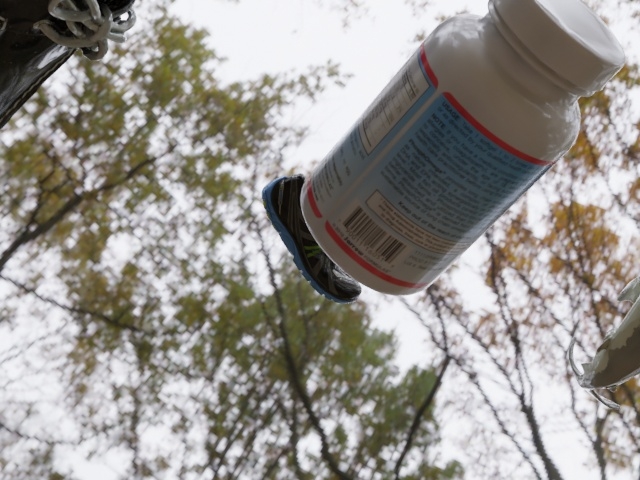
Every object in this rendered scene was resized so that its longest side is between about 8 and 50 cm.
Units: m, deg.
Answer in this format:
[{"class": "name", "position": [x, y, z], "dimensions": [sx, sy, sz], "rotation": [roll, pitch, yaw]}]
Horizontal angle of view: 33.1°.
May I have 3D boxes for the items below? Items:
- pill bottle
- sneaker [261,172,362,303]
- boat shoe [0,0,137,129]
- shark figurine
[{"class": "pill bottle", "position": [0.068, -0.052, 0.526], "dimensions": [0.087, 0.087, 0.160], "rotation": [40, -59, -5]}, {"class": "sneaker", "position": [0.000, 0.000, 1.331], "dimensions": [0.078, 0.067, 0.188], "rotation": [-29, -74, 11]}, {"class": "boat shoe", "position": [-0.160, -0.167, 0.669], "dimensions": [0.105, 0.113, 0.306], "rotation": [39, -76, 19]}, {"class": "shark figurine", "position": [0.335, 0.109, 1.076], "dimensions": [0.116, 0.166, 0.278], "rotation": [31, -51, 5]}]
